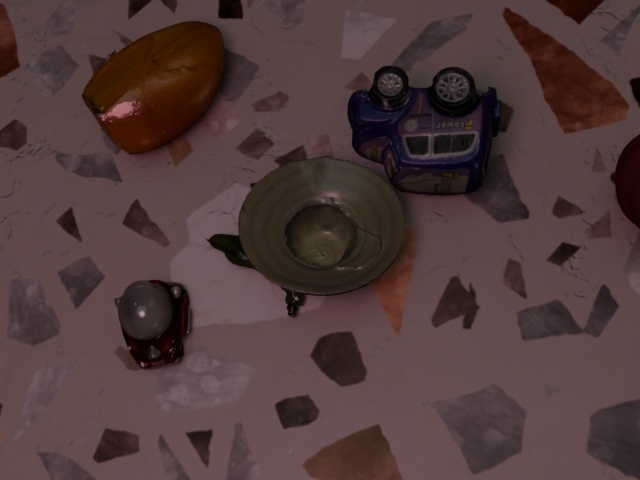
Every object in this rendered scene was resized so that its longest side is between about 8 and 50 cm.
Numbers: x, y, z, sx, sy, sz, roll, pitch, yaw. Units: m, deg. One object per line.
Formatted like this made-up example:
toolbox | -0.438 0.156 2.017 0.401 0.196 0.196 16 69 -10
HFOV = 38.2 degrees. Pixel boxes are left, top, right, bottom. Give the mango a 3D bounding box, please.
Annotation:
mango | -0.258 -0.262 1.537 0.257 0.138 0.187 -35 51 -9

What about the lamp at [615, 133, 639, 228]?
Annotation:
lamp | 0.534 -0.076 1.313 0.226 0.227 0.227 -3 70 8

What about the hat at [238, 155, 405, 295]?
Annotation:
hat | 0.000 0.000 1.412 0.251 0.110 0.252 0 57 0

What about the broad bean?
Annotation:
broad bean | -0.093 0.037 1.448 0.195 0.046 0.061 41 78 18

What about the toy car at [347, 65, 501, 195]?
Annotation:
toy car | 0.154 -0.156 1.411 0.235 0.172 0.158 3 71 8

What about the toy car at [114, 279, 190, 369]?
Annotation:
toy car | -0.261 0.119 1.408 0.112 0.112 0.139 -12 68 4
